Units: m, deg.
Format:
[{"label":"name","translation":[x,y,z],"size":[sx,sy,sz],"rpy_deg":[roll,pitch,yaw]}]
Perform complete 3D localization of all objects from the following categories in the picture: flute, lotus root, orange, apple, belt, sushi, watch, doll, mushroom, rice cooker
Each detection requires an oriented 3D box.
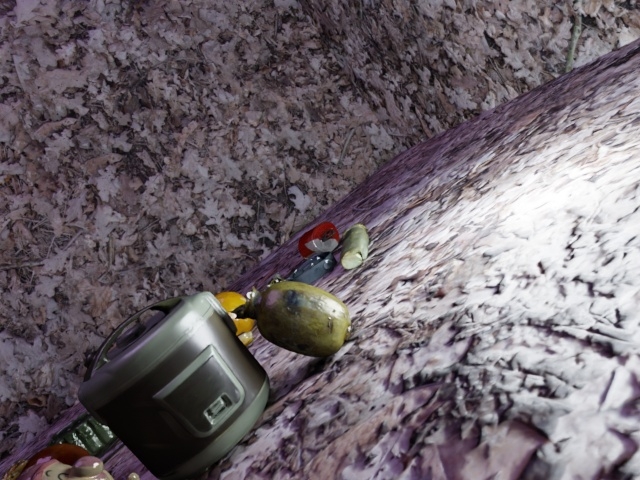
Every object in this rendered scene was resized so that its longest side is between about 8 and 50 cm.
[{"label":"flute","translation":[-0.570,0.594,1.566],"size":[0.269,0.014,0.014],"rpy_deg":[-41,9,-29]},{"label":"lotus root","translation":[-0.064,0.161,1.095],"size":[0.154,0.278,0.153],"rpy_deg":[17,-90,-87]},{"label":"orange","translation":[-0.345,0.285,1.794],"size":[0.220,0.192,0.219],"rpy_deg":[-19,16,6]},{"label":"apple","translation":[-0.698,0.635,1.328],"size":[0.181,0.181,0.168],"rpy_deg":[-38,-14,-10]},{"label":"belt","translation":[0.000,0.000,2.153],"size":[0.124,0.128,0.201],"rpy_deg":[-31,8,39]},{"label":"sushi","translation":[-0.166,0.188,1.897],"size":[0.097,0.103,0.226],"rpy_deg":[-17,15,15]},{"label":"watch","translation":[-0.037,0.116,1.872],"size":[0.206,0.068,0.193],"rpy_deg":[-35,7,-7]},{"label":"doll","translation":[-0.369,0.429,0.790],"size":[0.196,0.256,0.152],"rpy_deg":[109,179,-57]},{"label":"mushroom","translation":[0.120,0.018,1.739],"size":[0.100,0.081,0.312],"rpy_deg":[-37,12,15]},{"label":"rice cooker","translation":[-0.305,0.290,1.071],"size":[0.335,0.325,0.335],"rpy_deg":[-36,8,6]}]

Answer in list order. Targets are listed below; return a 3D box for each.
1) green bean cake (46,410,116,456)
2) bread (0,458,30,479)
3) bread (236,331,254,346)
[{"label":"green bean cake","translation":[-0.772,0.646,1.698],"size":[0.255,0.132,0.241],"rpy_deg":[-35,2,-25]},{"label":"bread","translation":[-0.960,0.782,1.652],"size":[0.127,0.147,0.152],"rpy_deg":[-37,11,-19]},{"label":"bread","translation":[-0.274,0.340,1.645],"size":[0.106,0.053,0.072],"rpy_deg":[-33,-15,5]}]
